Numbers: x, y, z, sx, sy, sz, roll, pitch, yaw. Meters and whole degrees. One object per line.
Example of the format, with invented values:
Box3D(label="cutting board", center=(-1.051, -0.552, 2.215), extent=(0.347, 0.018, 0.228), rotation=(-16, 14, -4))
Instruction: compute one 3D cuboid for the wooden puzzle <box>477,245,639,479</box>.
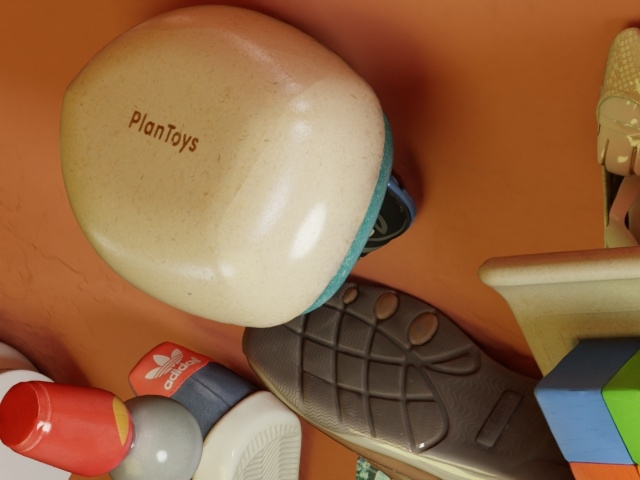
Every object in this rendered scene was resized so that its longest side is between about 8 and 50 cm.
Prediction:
Box3D(label="wooden puzzle", center=(0.254, 0.147, 0.923), extent=(0.322, 0.080, 0.348), rotation=(-6, 122, 49))

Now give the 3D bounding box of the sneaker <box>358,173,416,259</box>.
Box3D(label="sneaker", center=(0.000, 0.000, 1.253), extent=(0.067, 0.078, 0.188), rotation=(46, 145, -5))

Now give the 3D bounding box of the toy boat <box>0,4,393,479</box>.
Box3D(label="toy boat", center=(-0.083, 0.010, 1.198), extent=(0.148, 0.318, 0.267), rotation=(20, -172, -45))

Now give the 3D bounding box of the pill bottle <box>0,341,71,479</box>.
Box3D(label="pill bottle", center=(-0.365, 0.176, 1.744), extent=(0.323, 0.181, 0.181), rotation=(-3, 126, 48))

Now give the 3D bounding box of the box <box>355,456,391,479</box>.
Box3D(label="box", center=(0.168, 0.288, 1.424), extent=(0.322, 0.058, 0.232), rotation=(26, 144, 21))

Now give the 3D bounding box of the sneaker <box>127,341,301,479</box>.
Box3D(label="sneaker", center=(-0.104, 0.212, 1.577), extent=(0.148, 0.131, 0.350), rotation=(36, 142, 23))

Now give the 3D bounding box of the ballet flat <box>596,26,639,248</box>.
Box3D(label="ballet flat", center=(0.177, -0.038, 1.046), extent=(0.057, 0.052, 0.168), rotation=(19, 140, 33))

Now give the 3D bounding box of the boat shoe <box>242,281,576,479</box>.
Box3D(label="boat shoe", center=(0.085, 0.136, 1.284), extent=(0.324, 0.123, 0.116), rotation=(27, 146, 25))
